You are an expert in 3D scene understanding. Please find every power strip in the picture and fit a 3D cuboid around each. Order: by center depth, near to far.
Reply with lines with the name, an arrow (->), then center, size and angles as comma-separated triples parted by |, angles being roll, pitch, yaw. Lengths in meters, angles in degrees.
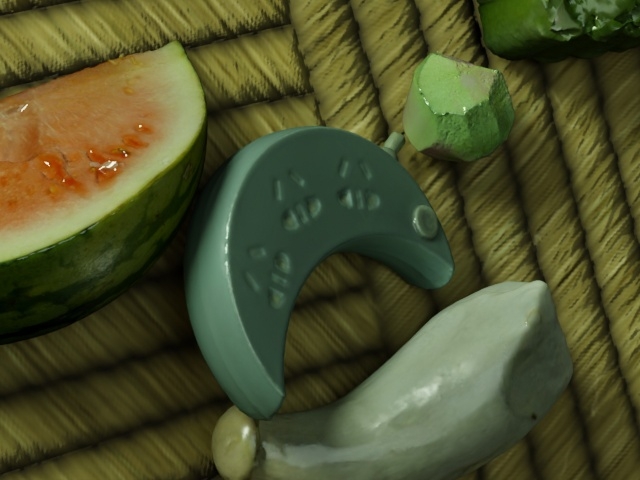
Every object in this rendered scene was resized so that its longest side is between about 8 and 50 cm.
power strip -> 0.000, 0.000, 1.114 | 0.253, 0.054, 0.167 | -37, 104, -43

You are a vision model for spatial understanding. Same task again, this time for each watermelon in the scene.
watermelon -> -0.174, -0.003, 1.057 | 0.303, 0.159, 0.128 | -31, 136, -23

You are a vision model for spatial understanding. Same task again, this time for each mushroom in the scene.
mushroom -> 0.055, 0.126, 1.137 | 0.270, 0.103, 0.118 | -25, 96, -20

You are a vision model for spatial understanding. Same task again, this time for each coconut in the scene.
coconut -> 0.103, -0.096, 1.194 | 0.082, 0.081, 0.083 | 18, 50, 9

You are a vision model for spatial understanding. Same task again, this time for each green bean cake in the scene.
green bean cake -> 0.207, -0.251, 1.236 | 0.200, 0.113, 0.214 | -15, 92, -26
